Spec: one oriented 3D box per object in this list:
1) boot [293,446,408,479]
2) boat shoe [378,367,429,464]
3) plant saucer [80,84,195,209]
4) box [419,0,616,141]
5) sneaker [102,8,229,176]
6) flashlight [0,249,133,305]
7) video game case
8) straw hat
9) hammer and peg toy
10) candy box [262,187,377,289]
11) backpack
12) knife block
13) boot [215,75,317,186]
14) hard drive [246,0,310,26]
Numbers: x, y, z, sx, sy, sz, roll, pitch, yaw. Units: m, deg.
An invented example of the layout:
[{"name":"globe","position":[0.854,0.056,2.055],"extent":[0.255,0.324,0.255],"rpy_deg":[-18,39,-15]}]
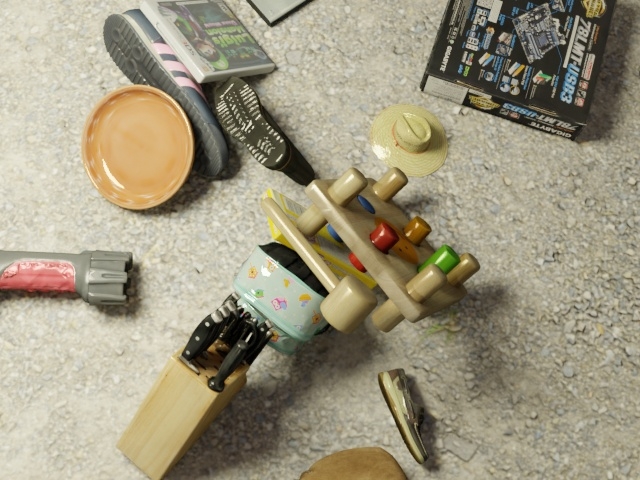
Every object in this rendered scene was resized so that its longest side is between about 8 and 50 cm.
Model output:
[{"name":"boot","position":[-0.018,0.392,1.392],"extent":[0.305,0.112,0.115],"rpy_deg":[-14,42,-7]},{"name":"boat shoe","position":[0.137,0.267,1.458],"extent":[0.049,0.056,0.152],"rpy_deg":[-21,74,-8]},{"name":"plant saucer","position":[-0.291,-0.150,1.531],"extent":[0.200,0.037,0.200],"rpy_deg":[1,94,18]},{"name":"box","position":[0.358,-0.357,1.699],"extent":[0.293,0.073,0.295],"rpy_deg":[19,69,0]},{"name":"sneaker","position":[-0.226,-0.259,1.588],"extent":[0.131,0.112,0.319],"rpy_deg":[-30,86,-45]},{"name":"flashlight","position":[-0.447,0.061,1.447],"extent":[0.304,0.103,0.103],"rpy_deg":[4,96,-6]},{"name":"video game case","position":[-0.187,-0.344,1.605],"extent":[0.173,0.022,0.190],"rpy_deg":[52,36,12]},{"name":"straw hat","position":[0.158,-0.186,1.621],"extent":[0.144,0.061,0.144],"rpy_deg":[2,71,-5]},{"name":"hammer and peg toy","position":[0.083,0.003,1.401],"extent":[0.127,0.361,0.266],"rpy_deg":[-43,76,21]},{"name":"candy box","position":[0.000,0.000,1.471],"extent":[0.206,0.027,0.105],"rpy_deg":[30,29,-35]},{"name":"backpack","position":[-0.055,0.085,1.433],"extent":[0.166,0.188,0.144],"rpy_deg":[40,89,7]},{"name":"knife block","position":[-0.181,0.205,1.336],"extent":[0.088,0.242,0.275],"rpy_deg":[40,77,9]},{"name":"boot","position":[-0.091,-0.172,1.571],"extent":[0.077,0.137,0.198],"rpy_deg":[-37,62,12]},{"name":"hard drive","position":[-0.067,-0.457,1.715],"extent":[0.135,0.022,0.094],"rpy_deg":[-37,78,-17]}]
